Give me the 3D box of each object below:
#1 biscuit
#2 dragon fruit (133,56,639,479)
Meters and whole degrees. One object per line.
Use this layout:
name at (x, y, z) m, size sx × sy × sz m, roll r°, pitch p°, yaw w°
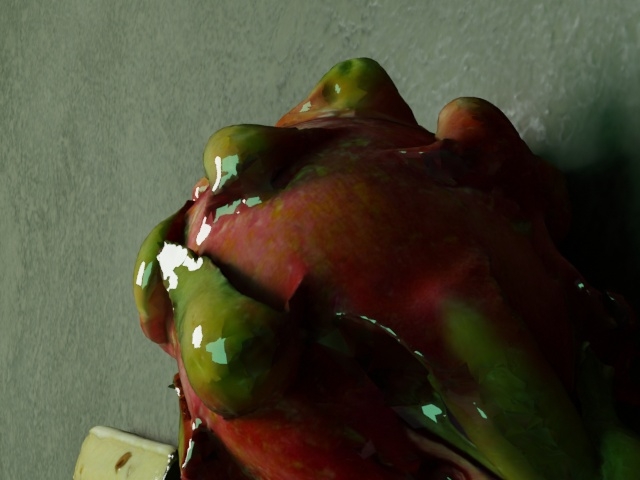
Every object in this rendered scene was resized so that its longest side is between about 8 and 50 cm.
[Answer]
biscuit at (-0.150, 0.189, 1.029) m, size 0.188 × 0.052 × 0.056 m, roll -3°, pitch 71°, yaw 58°
dragon fruit at (0.047, 0.061, 0.582) m, size 0.307 × 0.243 × 0.227 m, roll 44°, pitch 106°, yaw 7°
